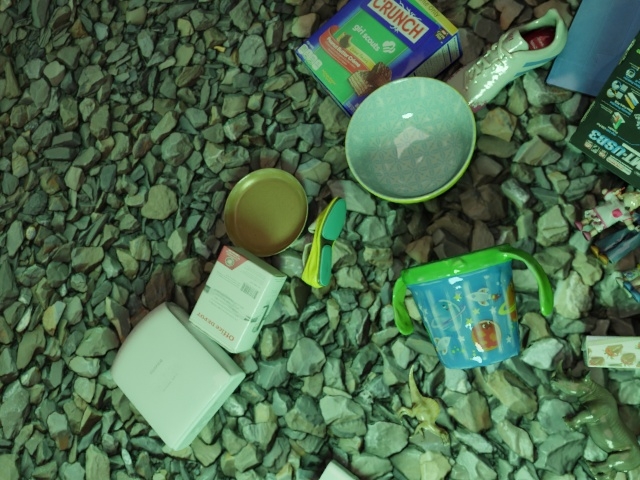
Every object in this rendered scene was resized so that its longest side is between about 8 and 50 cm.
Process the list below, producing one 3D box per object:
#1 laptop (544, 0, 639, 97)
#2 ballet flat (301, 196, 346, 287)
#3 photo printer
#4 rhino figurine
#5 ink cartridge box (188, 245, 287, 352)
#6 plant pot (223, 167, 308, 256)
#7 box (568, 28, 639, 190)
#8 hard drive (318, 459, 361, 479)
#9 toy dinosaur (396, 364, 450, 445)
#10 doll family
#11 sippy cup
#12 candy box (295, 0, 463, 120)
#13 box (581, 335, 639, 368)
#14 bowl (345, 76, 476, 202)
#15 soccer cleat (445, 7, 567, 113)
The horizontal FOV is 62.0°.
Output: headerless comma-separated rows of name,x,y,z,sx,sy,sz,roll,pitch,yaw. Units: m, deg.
laptop,0.746,-0.477,1.080,0.236,0.408,0.381,25,88,-13
ballet flat,0.000,0.000,1.310,0.077,0.077,0.230,9,83,36
photo printer,-0.373,0.325,1.343,0.307,0.107,0.256,41,94,21
rhino figurine,0.541,0.350,1.058,0.106,0.073,0.243,-28,70,15
ink cartridge box,-0.205,0.144,1.320,0.159,0.092,0.217,30,97,21
plant pot,-0.139,-0.072,1.389,0.236,0.032,0.236,-4,78,18
box,0.681,-0.233,1.017,0.073,0.293,0.295,-22,55,-32
hard drive,0.098,0.660,1.157,0.308,0.040,0.203,31,90,21
toy dinosaur,0.215,0.375,1.181,0.093,0.053,0.183,-27,79,-5
doll family,0.658,0.011,1.083,0.163,0.118,0.263,-34,53,15
sippy cup,0.306,0.140,1.109,0.240,0.305,0.224,-13,86,-14
candy box,0.144,-0.470,1.329,0.317,0.122,0.268,-40,70,6
box,0.692,0.220,1.039,0.324,0.067,0.063,-2,79,19
bowl,0.216,-0.211,1.234,0.290,0.156,0.289,-4,78,18
soccer cleat,0.401,-0.407,1.216,0.331,0.143,0.116,-33,71,13
